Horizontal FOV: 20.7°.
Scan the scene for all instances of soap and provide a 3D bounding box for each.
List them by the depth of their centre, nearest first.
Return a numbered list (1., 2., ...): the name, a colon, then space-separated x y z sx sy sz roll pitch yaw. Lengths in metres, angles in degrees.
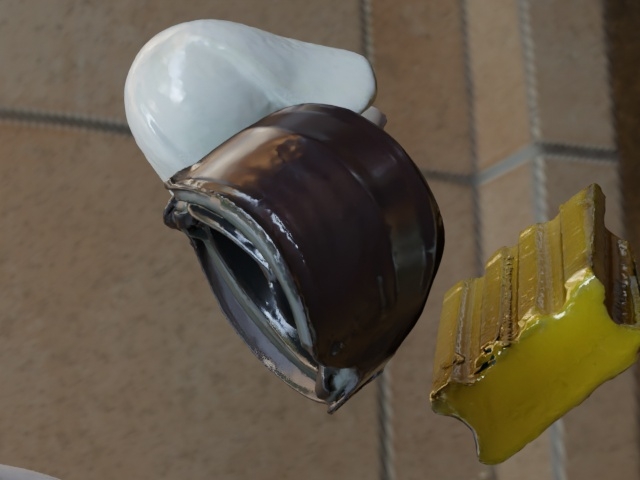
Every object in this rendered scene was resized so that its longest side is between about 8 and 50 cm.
1. soap: 0.211 0.073 1.673 0.096 0.204 0.324 48 17 -8

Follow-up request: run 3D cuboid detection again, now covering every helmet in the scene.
1. helmet: 0.000 0.000 1.436 0.177 0.305 0.225 -41 81 -11

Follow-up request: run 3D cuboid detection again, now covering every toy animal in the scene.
1. toy animal: -0.072 -0.096 1.835 0.289 0.174 0.249 13 98 -14

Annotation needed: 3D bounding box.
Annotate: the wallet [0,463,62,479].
1. wallet: -0.175 0.089 0.674 0.190 0.095 0.033 25 75 -48
